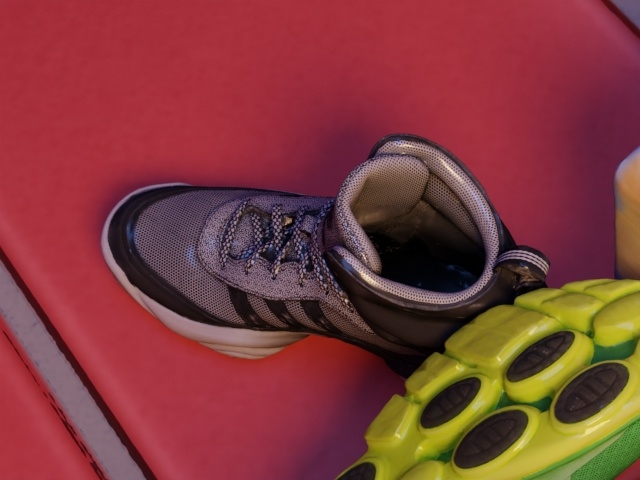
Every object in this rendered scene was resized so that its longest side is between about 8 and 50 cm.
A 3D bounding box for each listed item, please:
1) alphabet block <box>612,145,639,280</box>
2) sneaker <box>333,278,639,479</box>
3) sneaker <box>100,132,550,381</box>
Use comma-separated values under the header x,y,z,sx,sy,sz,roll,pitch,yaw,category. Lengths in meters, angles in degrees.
x,y,z,sx,sy,sz,roll,pitch,yaw,category
0.274,0.013,0.819,0.193,0.192,0.197,-41,63,-11,alphabet block
0.075,0.134,0.803,0.295,0.123,0.109,-45,34,9,sneaker
0.000,0.000,0.887,0.268,0.153,0.101,16,65,16,sneaker
